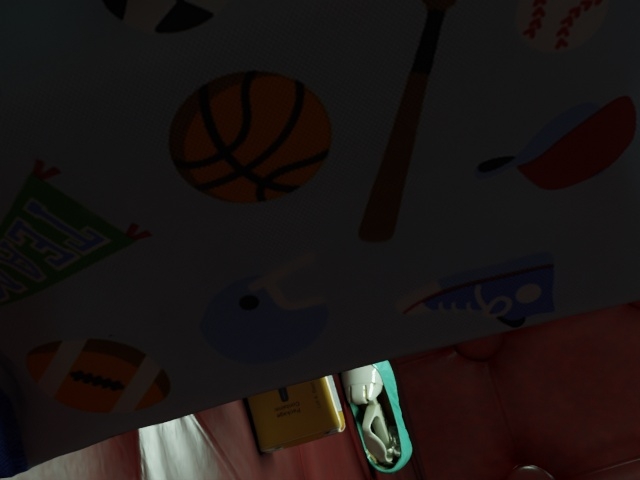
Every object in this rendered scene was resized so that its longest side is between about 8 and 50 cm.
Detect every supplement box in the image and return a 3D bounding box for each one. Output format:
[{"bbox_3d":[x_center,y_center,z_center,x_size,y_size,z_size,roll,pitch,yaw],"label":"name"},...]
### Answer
[{"bbox_3d":[-0.045,0.074,1.079,0.080,0.078,0.234,61,13,-80],"label":"supplement box"}]

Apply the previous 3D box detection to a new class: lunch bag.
[{"bbox_3d":[-0.025,-0.121,0.539,0.385,0.327,0.239,-104,179,-47],"label":"lunch bag"}]

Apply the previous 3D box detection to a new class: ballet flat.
[{"bbox_3d":[0.083,0.258,1.838,0.087,0.083,0.247,-50,122,-67],"label":"ballet flat"}]
